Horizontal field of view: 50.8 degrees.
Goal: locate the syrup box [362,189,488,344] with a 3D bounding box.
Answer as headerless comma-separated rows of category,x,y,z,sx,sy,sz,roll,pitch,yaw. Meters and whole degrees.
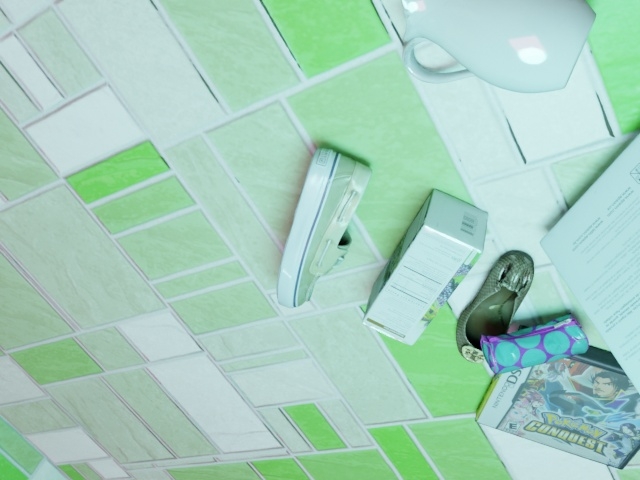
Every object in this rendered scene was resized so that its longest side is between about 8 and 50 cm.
syrup box,0.156,0.047,1.035,0.096,0.093,0.236,25,132,0

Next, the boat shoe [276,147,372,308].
boat shoe,0.000,0.000,1.050,0.094,0.109,0.302,19,129,3

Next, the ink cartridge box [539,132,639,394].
ink cartridge box,0.447,0.023,0.775,0.072,0.330,0.324,-3,142,-31

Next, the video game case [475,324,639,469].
video game case,0.434,0.276,1.156,0.275,0.035,0.248,17,132,7

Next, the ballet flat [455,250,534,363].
ballet flat,0.274,0.121,1.074,0.084,0.058,0.249,20,132,5

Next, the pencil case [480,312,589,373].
pencil case,0.328,0.160,1.043,0.152,0.064,0.070,-16,123,2

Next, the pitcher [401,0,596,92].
pitcher,0.194,-0.233,0.785,0.207,0.125,0.177,24,154,15
